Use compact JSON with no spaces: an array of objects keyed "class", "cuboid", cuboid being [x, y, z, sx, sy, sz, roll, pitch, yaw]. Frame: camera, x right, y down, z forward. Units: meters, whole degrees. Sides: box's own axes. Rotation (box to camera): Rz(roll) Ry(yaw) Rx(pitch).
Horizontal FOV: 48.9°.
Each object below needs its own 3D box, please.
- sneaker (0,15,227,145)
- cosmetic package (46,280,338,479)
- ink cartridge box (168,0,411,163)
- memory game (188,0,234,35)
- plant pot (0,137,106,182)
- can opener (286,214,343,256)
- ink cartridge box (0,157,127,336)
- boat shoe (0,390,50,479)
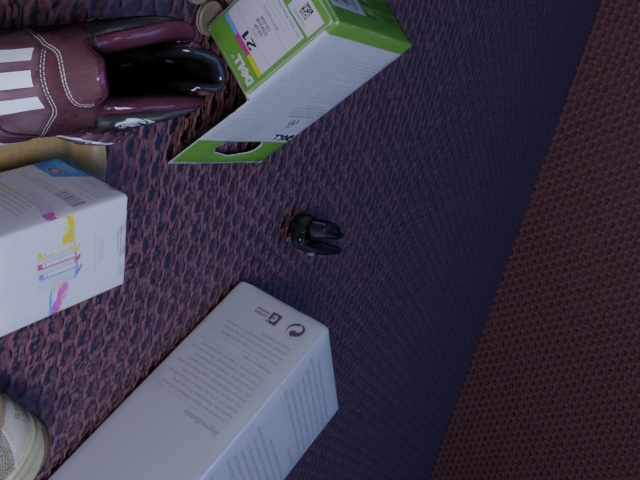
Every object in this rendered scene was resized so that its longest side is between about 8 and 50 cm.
[{"class":"sneaker","cuboid":[-0.137,-0.124,0.550,0.281,0.162,0.106,-54,141,-68]},{"class":"cosmetic package","cuboid":[-0.172,0.299,0.934,0.453,0.161,0.230,-47,149,-31]},{"class":"ink cartridge box","cuboid":[-0.052,-0.191,0.797,0.255,0.097,0.189,-33,170,29]},{"class":"memory game","cuboid":[-0.080,-0.296,0.752,0.186,0.012,0.186,-41,145,-37]},{"class":"plant pot","cuboid":[-0.283,-0.041,0.587,0.236,0.032,0.236,-43,146,-38]},{"class":"can opener","cuboid":[0.000,0.000,1.106,0.186,0.073,0.059,29,79,-73]},{"class":"ink cartridge box","cuboid":[-0.241,0.004,0.562,0.143,0.092,0.090,-27,136,-48]},{"class":"boat shoe","cuboid":[-0.382,0.278,0.603,0.341,0.122,0.110,-62,151,-28]}]
